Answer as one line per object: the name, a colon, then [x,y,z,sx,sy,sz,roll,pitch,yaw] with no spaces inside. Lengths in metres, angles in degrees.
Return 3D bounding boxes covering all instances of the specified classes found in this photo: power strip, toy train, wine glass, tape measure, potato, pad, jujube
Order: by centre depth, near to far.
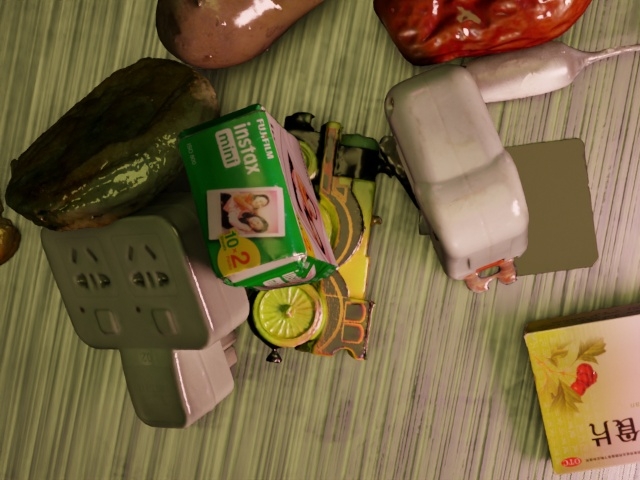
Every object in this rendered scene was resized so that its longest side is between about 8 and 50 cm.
tape measure: [0.147,-0.070,1.706,0.125,0.243,0.246,-23,79,1]
jujube: [0.188,-0.297,1.732,0.255,0.190,0.190,-28,89,9]
potato: [-0.077,-0.304,1.743,0.262,0.165,0.165,-38,89,-1]
power strip: [-0.174,0.071,1.747,0.229,0.141,0.261,-2,113,41]
toy train: [0.000,0.000,1.779,0.161,0.100,0.296,6,89,-4]
wine glass: [0.289,-0.208,1.779,0.262,0.074,0.074,-11,90,5]
pad: [0.270,-0.039,1.812,0.112,0.003,0.157,-7,90,3]

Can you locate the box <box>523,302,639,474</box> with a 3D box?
box: [0.380,0.162,1.747,0.261,0.062,0.175,-11,98,13]

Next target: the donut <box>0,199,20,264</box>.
donut: [-0.419,-0.016,1.825,0.097,0.043,0.108,-32,85,2]

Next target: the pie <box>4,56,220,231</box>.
pie: [-0.240,-0.116,1.710,0.277,0.277,0.078,-27,124,3]

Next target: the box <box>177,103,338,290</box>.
box: [-0.063,-0.035,1.602,0.103,0.250,0.180,-18,84,5]
